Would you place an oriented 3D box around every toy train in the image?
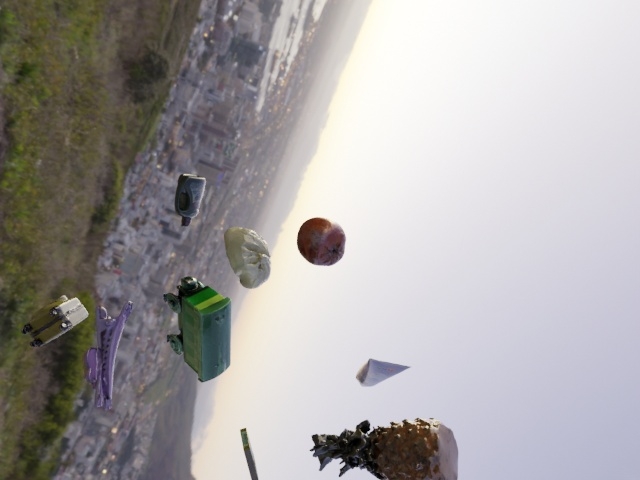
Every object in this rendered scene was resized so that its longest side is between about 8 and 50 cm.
[{"bbox_3d":[-0.355,0.252,1.523,0.120,0.202,0.300,-26,134,-42],"label":"toy train"}]

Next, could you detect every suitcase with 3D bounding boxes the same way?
[{"bbox_3d":[-1.158,0.343,2.272,0.194,0.143,0.235,-32,-174,6],"label":"suitcase"}]

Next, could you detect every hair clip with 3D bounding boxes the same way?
[{"bbox_3d":[-0.554,0.291,1.342,0.137,0.090,0.278,91,3,-63],"label":"hair clip"}]

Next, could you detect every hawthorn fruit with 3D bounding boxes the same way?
[{"bbox_3d":[0.000,0.000,1.727,0.173,0.173,0.172,-158,-90,-85],"label":"hawthorn fruit"}]

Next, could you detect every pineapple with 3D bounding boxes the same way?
[{"bbox_3d":[0.126,0.439,1.073,0.310,0.170,0.141,-13,-107,33],"label":"pineapple"}]

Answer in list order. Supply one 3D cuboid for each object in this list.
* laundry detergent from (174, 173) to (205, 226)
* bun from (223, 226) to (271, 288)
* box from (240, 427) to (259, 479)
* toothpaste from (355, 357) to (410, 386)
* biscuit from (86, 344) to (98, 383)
[{"bbox_3d":[-0.548,-0.160,2.140,0.144,0.078,0.221,-6,114,-64],"label":"laundry detergent"},{"bbox_3d":[-0.244,0.055,1.812,0.229,0.145,0.229,-15,90,-86],"label":"bun"},{"bbox_3d":[-0.279,0.855,2.053,0.121,0.030,0.193,-125,-157,-64],"label":"box"},{"bbox_3d":[0.182,0.414,1.673,0.371,0.125,0.079,110,-7,-66],"label":"toothpaste"},{"bbox_3d":[-0.852,0.449,2.025,0.231,0.025,0.131,-96,-163,-74],"label":"biscuit"}]
